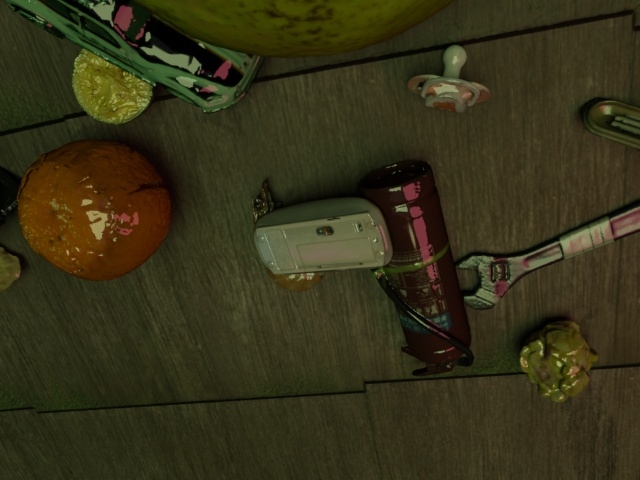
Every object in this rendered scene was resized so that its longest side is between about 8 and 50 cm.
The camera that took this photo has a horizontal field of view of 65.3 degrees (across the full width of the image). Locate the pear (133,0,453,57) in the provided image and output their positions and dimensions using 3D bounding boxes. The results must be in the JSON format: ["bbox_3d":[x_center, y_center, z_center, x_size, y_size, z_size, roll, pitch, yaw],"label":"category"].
[{"bbox_3d":[-0.033,-0.322,0.383,0.391,0.391,0.390,3,115,6],"label":"pear"}]

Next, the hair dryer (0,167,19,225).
[{"bbox_3d":[-0.586,-0.076,0.735,0.248,0.078,0.195,40,78,9],"label":"hair dryer"}]

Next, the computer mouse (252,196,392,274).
[{"bbox_3d":[0.001,-0.001,0.660,0.199,0.045,0.102,-7,113,31],"label":"computer mouse"}]

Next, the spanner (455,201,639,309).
[{"bbox_3d":[0.335,0.006,0.689,0.316,0.024,0.087,-27,104,18],"label":"spanner"}]

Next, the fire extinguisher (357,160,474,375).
[{"bbox_3d":[0.133,0.065,0.704,0.142,0.105,0.341,6,123,44],"label":"fire extinguisher"}]

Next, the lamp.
[{"bbox_3d":[0.428,-0.225,0.537,0.203,0.124,0.283,19,121,20],"label":"lamp"}]

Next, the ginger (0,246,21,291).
[{"bbox_3d":[-0.581,0.061,0.799,0.193,0.115,0.122,13,138,-7],"label":"ginger"}]

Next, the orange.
[{"bbox_3d":[-0.294,-0.041,0.670,0.194,0.161,0.193,6,109,16],"label":"orange"}]

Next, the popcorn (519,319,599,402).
[{"bbox_3d":[0.347,0.172,0.734,0.097,0.089,0.109,12,112,41],"label":"popcorn"}]

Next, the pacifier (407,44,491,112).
[{"bbox_3d":[0.156,-0.196,0.594,0.099,0.081,0.078,12,88,1],"label":"pacifier"}]

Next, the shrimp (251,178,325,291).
[{"bbox_3d":[-0.048,-0.004,0.721,0.099,0.041,0.180,-15,112,13],"label":"shrimp"}]

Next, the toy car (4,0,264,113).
[{"bbox_3d":[-0.210,-0.264,0.550,0.306,0.125,0.136,28,90,-5],"label":"toy car"}]

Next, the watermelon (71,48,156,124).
[{"bbox_3d":[-0.258,-0.200,0.641,0.106,0.062,0.105,0,98,1],"label":"watermelon"}]
